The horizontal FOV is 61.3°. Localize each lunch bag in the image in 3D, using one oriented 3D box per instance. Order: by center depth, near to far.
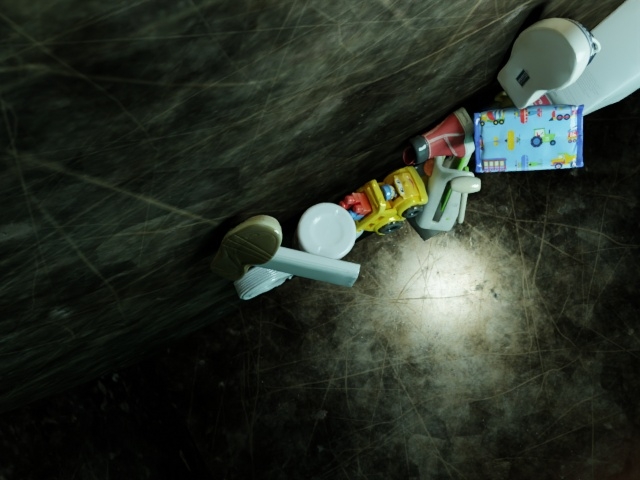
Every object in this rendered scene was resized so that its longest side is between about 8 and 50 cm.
[{"bbox_3d":[0.487,-0.262,1.281,0.221,0.138,0.293,0,-160,19],"label":"lunch bag"}]

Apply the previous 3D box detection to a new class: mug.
[{"bbox_3d":[0.481,-0.362,1.357,0.062,0.078,0.064,-61,-167,-17],"label":"mug"}]

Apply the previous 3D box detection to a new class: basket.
[{"bbox_3d":[0.349,-0.125,1.834,0.204,0.227,0.154,-32,173,27],"label":"basket"}]

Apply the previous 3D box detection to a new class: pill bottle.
[{"bbox_3d":[0.000,0.000,1.574,0.161,0.161,0.283,-28,174,-12],"label":"pill bottle"}]

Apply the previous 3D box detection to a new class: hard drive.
[{"bbox_3d":[-0.057,0.063,1.442,0.307,0.040,0.203,12,168,1],"label":"hard drive"}]

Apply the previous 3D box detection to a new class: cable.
[{"bbox_3d":[-0.210,0.137,2.093,0.257,0.089,0.257,-25,172,-28],"label":"cable"}]

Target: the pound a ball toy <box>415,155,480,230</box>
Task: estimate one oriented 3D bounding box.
[{"bbox_3d":[0.353,-0.142,1.571,0.135,0.208,0.319,8,146,2],"label":"pound a ball toy"}]

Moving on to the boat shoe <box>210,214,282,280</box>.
[{"bbox_3d":[-0.163,0.001,1.203,0.302,0.109,0.098,-39,-152,57],"label":"boat shoe"}]

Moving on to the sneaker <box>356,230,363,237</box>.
[{"bbox_3d":[-0.008,0.020,1.907,0.319,0.127,0.208,-46,167,36],"label":"sneaker"}]

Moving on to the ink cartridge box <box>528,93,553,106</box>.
[{"bbox_3d":[0.602,-0.380,1.616,0.175,0.072,0.127,-33,173,30],"label":"ink cartridge box"}]

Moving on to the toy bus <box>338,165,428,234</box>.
[{"bbox_3d":[0.167,-0.118,1.580,0.211,0.149,0.220,-1,154,-42],"label":"toy bus"}]

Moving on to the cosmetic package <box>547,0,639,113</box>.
[{"bbox_3d":[0.726,-0.447,1.244,0.217,0.156,0.385,-25,174,-18],"label":"cosmetic package"}]

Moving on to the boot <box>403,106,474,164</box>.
[{"bbox_3d":[0.294,-0.235,1.365,0.176,0.088,0.244,-30,166,11],"label":"boot"}]

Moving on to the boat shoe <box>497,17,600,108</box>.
[{"bbox_3d":[0.444,-0.352,0.988,0.158,0.127,0.340,-35,-178,4],"label":"boat shoe"}]

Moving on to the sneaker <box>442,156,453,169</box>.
[{"bbox_3d":[0.463,-0.239,1.977,0.129,0.111,0.297,-61,-172,2],"label":"sneaker"}]
